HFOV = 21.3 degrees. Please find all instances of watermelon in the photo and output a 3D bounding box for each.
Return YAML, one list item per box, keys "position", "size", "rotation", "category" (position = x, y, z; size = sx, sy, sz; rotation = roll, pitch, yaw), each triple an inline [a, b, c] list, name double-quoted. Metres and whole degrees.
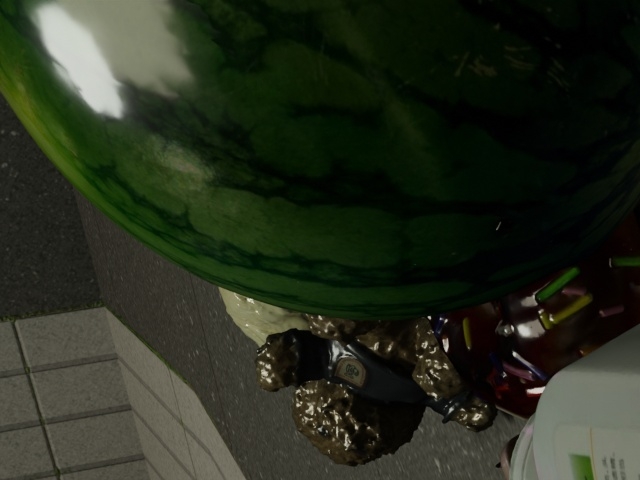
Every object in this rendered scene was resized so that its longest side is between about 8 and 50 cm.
- position: [0.010, -0.134, 0.753]
  size: [0.363, 0.363, 0.363]
  rotation: [162, 90, -75]
  category: "watermelon"

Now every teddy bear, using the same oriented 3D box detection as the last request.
- position: [0.054, 0.082, 1.235]
  size: [0.182, 0.129, 0.251]
  rotation: [27, 148, -1]
  category: "teddy bear"

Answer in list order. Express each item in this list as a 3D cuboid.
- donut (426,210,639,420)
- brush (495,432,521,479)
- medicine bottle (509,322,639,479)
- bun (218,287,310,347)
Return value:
- position: [0.114, 0.006, 1.031]
  size: [0.235, 0.089, 0.235]
  rotation: [160, 90, -74]
  category: "donut"
- position: [0.205, 0.218, 1.010]
  size: [0.313, 0.072, 0.067]
  rotation: [58, 146, 38]
  category: "brush"
- position: [0.198, 0.127, 0.809]
  size: [0.179, 0.124, 0.324]
  rotation: [61, 164, -4]
  category: "medicine bottle"
- position: [0.000, 0.000, 1.300]
  size: [0.111, 0.188, 0.164]
  rotation: [23, 172, 29]
  category: "bun"
